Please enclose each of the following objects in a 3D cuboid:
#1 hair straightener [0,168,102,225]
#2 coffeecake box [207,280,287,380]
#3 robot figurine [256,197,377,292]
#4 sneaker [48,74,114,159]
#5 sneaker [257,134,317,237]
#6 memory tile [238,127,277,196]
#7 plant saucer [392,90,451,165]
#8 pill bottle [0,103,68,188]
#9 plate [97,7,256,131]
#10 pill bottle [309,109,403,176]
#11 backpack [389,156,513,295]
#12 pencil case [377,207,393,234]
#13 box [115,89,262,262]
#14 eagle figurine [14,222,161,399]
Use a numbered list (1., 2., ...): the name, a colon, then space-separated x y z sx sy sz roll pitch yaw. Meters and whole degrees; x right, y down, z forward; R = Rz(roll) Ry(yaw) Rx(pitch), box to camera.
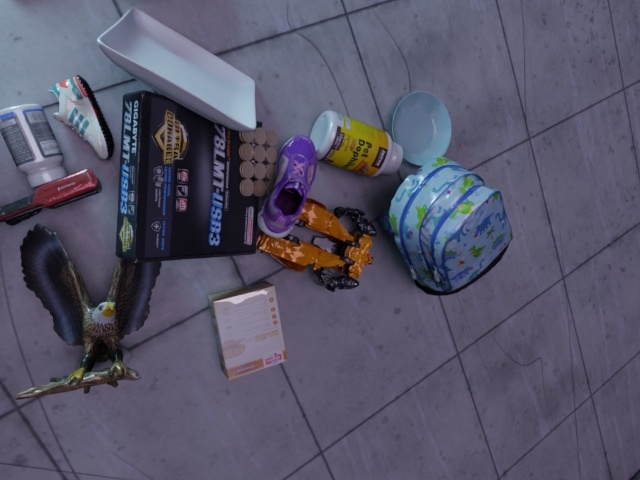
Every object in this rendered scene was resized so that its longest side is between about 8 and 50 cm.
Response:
1. hair straightener: -0.513 -0.058 0.809 0.230 0.089 0.047 -32 92 -16
2. coffeecake box: -0.166 0.202 1.014 0.142 0.068 0.185 -13 101 -24
3. robot figurine: 0.000 0.000 1.064 0.291 0.085 0.211 23 86 -25
4. sneaker: -0.457 -0.226 0.846 0.075 0.057 0.161 -19 105 -5
5. sneaker: -0.057 -0.123 0.942 0.095 0.104 0.236 21 74 -13
6. memory tile: -0.133 -0.168 0.952 0.113 0.012 0.148 -9 103 -55
7. plant saucer: 0.263 -0.296 1.184 0.195 0.037 0.195 -3 98 -25
8. pill bottle: -0.518 -0.169 0.802 0.078 0.078 0.137 -22 104 -22
9. plate: -0.253 -0.317 0.840 0.277 0.278 0.045 25 120 -25
10. pill bottle: 0.089 -0.223 1.064 0.215 0.117 0.117 13 90 -26
11. backpack: 0.314 -0.035 1.067 0.290 0.273 0.355 -38 122 -1
12. pencil case: 0.225 -0.074 1.171 0.151 0.070 0.064 -30 107 -19
13. box: -0.244 -0.113 0.877 0.293 0.073 0.295 -1 97 -52
14. eagle figurine: -0.423 0.127 0.846 0.226 0.225 0.298 31 42 -63
